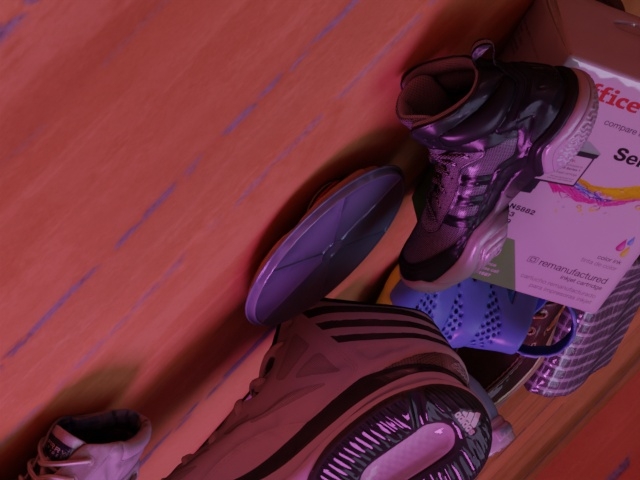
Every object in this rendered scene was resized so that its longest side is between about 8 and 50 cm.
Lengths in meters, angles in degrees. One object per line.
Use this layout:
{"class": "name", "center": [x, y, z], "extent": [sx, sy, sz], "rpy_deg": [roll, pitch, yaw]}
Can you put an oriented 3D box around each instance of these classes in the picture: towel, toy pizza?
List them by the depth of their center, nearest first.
{"class": "toy pizza", "center": [0.000, 0.000, 1.648], "extent": [0.201, 0.032, 0.201], "rpy_deg": [-39, 161, -16]}
{"class": "towel", "center": [0.376, 0.081, 2.428], "extent": [0.284, 0.121, 0.235], "rpy_deg": [-15, 132, -59]}

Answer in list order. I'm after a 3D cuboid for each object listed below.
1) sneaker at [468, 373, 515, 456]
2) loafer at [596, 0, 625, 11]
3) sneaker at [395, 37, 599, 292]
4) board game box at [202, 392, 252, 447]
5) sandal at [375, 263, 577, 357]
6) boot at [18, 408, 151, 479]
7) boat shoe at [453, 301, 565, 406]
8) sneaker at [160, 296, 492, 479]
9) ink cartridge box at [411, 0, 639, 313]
{"class": "sneaker", "center": [0.063, 0.276, 2.229], "extent": [0.366, 0.150, 0.135], "rpy_deg": [-32, 173, 16]}
{"class": "loafer", "center": [0.304, -0.179, 1.853], "extent": [0.084, 0.096, 0.267], "rpy_deg": [-52, 160, -1]}
{"class": "sneaker", "center": [0.115, -0.072, 1.580], "extent": [0.153, 0.101, 0.268], "rpy_deg": [23, 124, -26]}
{"class": "board game box", "center": [-0.028, 0.228, 2.009], "extent": [0.318, 0.066, 0.319], "rpy_deg": [-48, 162, 7]}
{"class": "sandal", "center": [0.186, 0.076, 2.003], "extent": [0.317, 0.138, 0.126], "rpy_deg": [-7, 132, -45]}
{"class": "boot", "center": [-0.245, 0.211, 1.495], "extent": [0.258, 0.095, 0.123], "rpy_deg": [-16, 130, -58]}
{"class": "boat shoe", "center": [0.256, 0.065, 2.221], "extent": [0.342, 0.123, 0.123], "rpy_deg": [-52, 156, 3]}
{"class": "sneaker", "center": [-0.053, 0.218, 1.708], "extent": [0.448, 0.169, 0.257], "rpy_deg": [-31, -153, 8]}
{"class": "ink cartridge box", "center": [0.246, -0.083, 1.725], "extent": [0.201, 0.117, 0.278], "rpy_deg": [16, 127, -21]}
